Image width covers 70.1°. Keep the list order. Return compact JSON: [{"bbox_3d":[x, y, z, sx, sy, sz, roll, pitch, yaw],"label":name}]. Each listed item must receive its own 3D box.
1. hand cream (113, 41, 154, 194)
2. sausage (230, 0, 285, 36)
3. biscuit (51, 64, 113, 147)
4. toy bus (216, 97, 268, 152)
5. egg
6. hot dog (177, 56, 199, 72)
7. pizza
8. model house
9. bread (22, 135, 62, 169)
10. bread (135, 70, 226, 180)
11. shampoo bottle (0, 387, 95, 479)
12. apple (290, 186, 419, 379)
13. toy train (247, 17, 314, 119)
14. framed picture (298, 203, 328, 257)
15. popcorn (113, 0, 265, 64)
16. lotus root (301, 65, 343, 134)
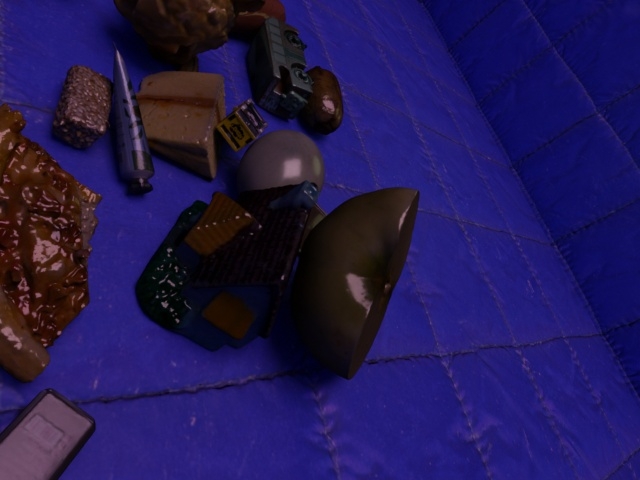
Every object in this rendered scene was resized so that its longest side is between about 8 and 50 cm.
[{"bbox_3d":[-0.353,-0.219,0.839,0.058,0.091,0.271,-10,81,-18],"label":"hand cream"},{"bbox_3d":[-0.220,-0.665,1.332,0.304,0.121,0.121,-21,78,-52],"label":"sausage"},{"bbox_3d":[-0.421,-0.241,0.817,0.082,0.070,0.168,29,40,-44],"label":"biscuit"},{"bbox_3d":[-0.170,-0.263,1.032,0.081,0.074,0.226,52,12,-21],"label":"toy bus"},{"bbox_3d":[-0.086,-0.142,1.002,0.186,0.186,0.253,42,34,-16],"label":"egg"},{"bbox_3d":[-0.317,-0.402,1.093,0.044,0.028,0.137,9,48,-11],"label":"hot dog"},{"bbox_3d":[-0.381,-0.002,0.601,0.182,0.074,0.365,6,72,-44],"label":"pizza"},{"bbox_3d":[-0.126,0.013,0.784,0.230,0.249,0.280,37,40,-20],"label":"model house"},{"bbox_3d":[-0.457,-0.080,0.655,0.193,0.064,0.193,31,44,-34],"label":"bread"},{"bbox_3d":[-0.306,-0.255,0.990,0.178,0.135,0.240,3,53,-6],"label":"bread"},{"bbox_3d":[-0.349,0.279,0.468,0.080,0.079,0.246,43,38,-12],"label":"shampoo bottle"},{"bbox_3d":[0.096,0.084,0.908,0.360,0.320,0.311,51,15,-75],"label":"apple"},{"bbox_3d":[-0.120,-0.501,1.309,0.159,0.129,0.326,12,53,-34],"label":"toy train"},{"bbox_3d":[0.000,0.000,1.120,0.260,0.023,0.189,47,37,-9],"label":"framed picture"},{"bbox_3d":[-0.285,-0.521,0.978,0.265,0.332,0.225,-42,121,-69],"label":"popcorn"},{"bbox_3d":[0.002,-0.434,1.384,0.145,0.128,0.260,38,41,-49],"label":"lotus root"}]
